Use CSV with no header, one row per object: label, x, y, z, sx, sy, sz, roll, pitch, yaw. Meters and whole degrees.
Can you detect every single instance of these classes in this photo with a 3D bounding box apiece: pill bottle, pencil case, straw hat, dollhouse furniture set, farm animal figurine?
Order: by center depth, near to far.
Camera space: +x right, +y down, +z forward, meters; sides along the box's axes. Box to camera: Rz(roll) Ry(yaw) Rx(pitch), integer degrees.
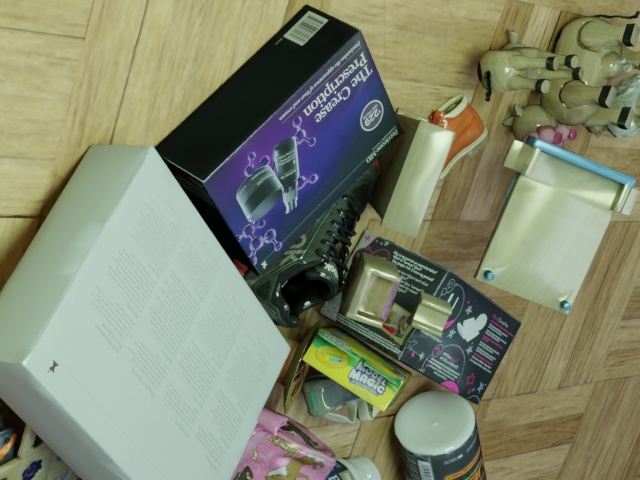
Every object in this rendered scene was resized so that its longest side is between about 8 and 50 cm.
dollhouse furniture set,0.211,-0.003,1.627,0.303,0.198,0.287,20,98,-7
straw hat,-0.050,0.160,1.692,0.144,0.061,0.145,21,90,-82
pencil case,-0.131,0.403,1.702,0.386,0.160,0.167,-59,-175,0
farm animal figurine,0.339,-0.205,1.802,0.327,0.172,0.330,-54,134,-25
pill bottle,0.007,0.376,1.873,0.169,0.094,0.094,-15,125,-40
pill bottle,0.199,0.363,2.037,0.130,0.130,0.246,-38,137,-23

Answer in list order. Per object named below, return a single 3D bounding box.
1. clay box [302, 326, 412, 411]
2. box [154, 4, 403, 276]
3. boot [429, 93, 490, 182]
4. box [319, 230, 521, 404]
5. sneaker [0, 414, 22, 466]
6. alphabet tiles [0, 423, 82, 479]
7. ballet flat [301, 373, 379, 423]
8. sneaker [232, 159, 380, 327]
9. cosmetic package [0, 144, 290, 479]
clay box,0.051,0.169,1.685,0.053,0.127,0.222,-59,171,2
box,-0.043,-0.117,1.499,0.261,0.103,0.184,-46,142,-15
boot,0.157,-0.133,1.738,0.158,0.059,0.085,-41,124,-19
box,0.145,0.108,1.789,0.247,0.163,0.142,35,84,-51
sneaker,-0.427,0.217,1.316,0.180,0.124,0.321,-49,151,-17
alphabet tiles,-0.314,0.306,1.471,0.285,0.011,0.343,-25,142,-55
ballet flat,0.048,0.231,1.826,0.213,0.072,0.068,10,65,-53
sneaker,0.000,0.000,1.592,0.276,0.135,0.098,-50,138,-12
cosmetic package,-0.193,0.124,1.400,0.377,0.097,0.284,60,42,-42
